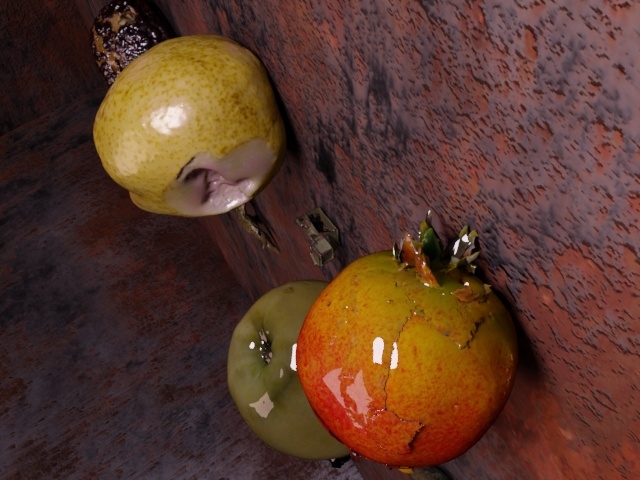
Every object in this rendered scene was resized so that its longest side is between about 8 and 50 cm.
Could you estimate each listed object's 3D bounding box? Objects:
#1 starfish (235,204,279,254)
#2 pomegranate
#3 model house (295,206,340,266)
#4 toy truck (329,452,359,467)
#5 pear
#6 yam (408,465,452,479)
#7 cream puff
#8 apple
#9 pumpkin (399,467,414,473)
[{"bbox_3d":[-0.160,-0.053,1.673,0.176,0.053,0.208,77,167,-82],"label":"starfish"},{"bbox_3d":[0.082,0.096,0.683,0.210,0.210,0.235,42,126,55],"label":"pomegranate"},{"bbox_3d":[0.000,0.000,1.114,0.083,0.057,0.058,52,161,27],"label":"model house"},{"bbox_3d":[0.058,0.275,1.295,0.213,0.177,0.161,43,125,21],"label":"toy truck"},{"bbox_3d":[-0.181,-0.156,1.031,0.271,0.271,0.271,55,167,20],"label":"pear"},{"bbox_3d":[0.222,0.445,1.246,0.061,0.061,0.274,63,168,-14],"label":"yam"},{"bbox_3d":[-0.375,-0.375,1.491,0.239,0.164,0.239,59,168,20],"label":"cream puff"},{"bbox_3d":[-0.006,0.190,1.080,0.262,0.262,0.262,55,167,20],"label":"apple"},{"bbox_3d":[0.138,0.222,0.937,0.119,0.107,0.183,50,149,8],"label":"pumpkin"}]
